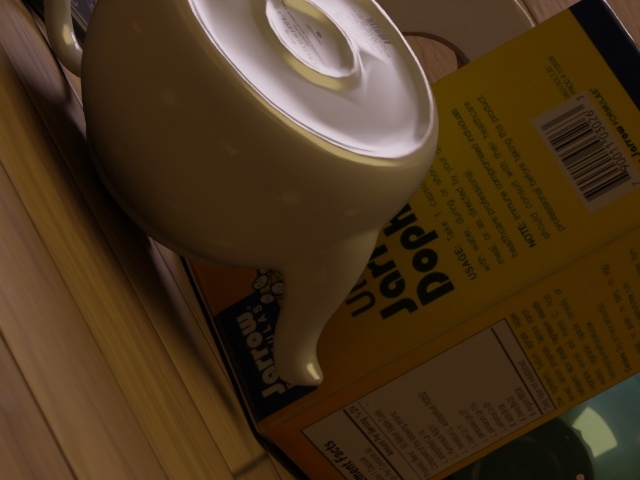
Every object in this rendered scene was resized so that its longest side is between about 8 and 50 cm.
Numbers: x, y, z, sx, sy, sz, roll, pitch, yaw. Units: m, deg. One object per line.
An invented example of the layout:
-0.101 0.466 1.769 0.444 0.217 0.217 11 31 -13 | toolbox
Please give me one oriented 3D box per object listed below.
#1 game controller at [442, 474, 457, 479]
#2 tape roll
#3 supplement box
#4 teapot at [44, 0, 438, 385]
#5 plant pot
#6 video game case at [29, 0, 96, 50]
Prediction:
0.125 0.303 1.606 0.319 0.067 0.166 57 20 -35 | game controller
0.085 -0.177 1.973 0.392 0.392 0.072 58 6 -37 | tape roll
0.110 0.019 1.176 0.195 0.356 0.194 64 5 36 | supplement box
-0.064 -0.077 1.038 0.252 0.187 0.256 29 37 -24 | teapot
0.262 0.273 1.925 0.293 0.293 0.235 62 19 9 | plant pot
-0.233 -0.248 1.154 0.196 0.026 0.274 64 4 31 | video game case
